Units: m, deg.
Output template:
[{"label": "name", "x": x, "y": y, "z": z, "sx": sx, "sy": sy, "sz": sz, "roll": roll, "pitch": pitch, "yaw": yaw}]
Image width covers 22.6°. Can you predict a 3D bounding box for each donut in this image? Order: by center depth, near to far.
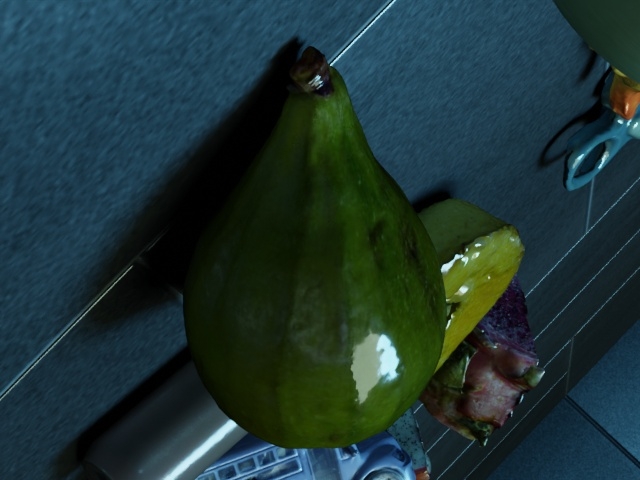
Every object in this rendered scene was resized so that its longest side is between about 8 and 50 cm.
[{"label": "donut", "x": 0.057, "y": 0.044, "z": 1.084, "sx": 0.178, "sy": 0.065, "sz": 0.162, "roll": -43, "pitch": 160, "yaw": -9}]

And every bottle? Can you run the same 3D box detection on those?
[{"label": "bottle", "x": -0.065, "y": 0.093, "z": 0.883, "sx": 0.140, "sy": 0.053, "sz": 0.053, "roll": -40, "pitch": 164, "yaw": -24}]

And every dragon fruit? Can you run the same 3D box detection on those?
[{"label": "dragon fruit", "x": 0.101, "y": 0.071, "z": 1.221, "sx": 0.102, "sy": 0.096, "sz": 0.147, "roll": -52, "pitch": -152, "yaw": 33}, {"label": "dragon fruit", "x": 0.069, "y": 0.194, "z": 1.488, "sx": 0.056, "sy": 0.083, "sz": 0.060, "roll": -19, "pitch": 156, "yaw": -1}]

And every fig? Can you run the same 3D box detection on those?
[{"label": "fig", "x": -0.013, "y": 0.002, "z": 0.741, "sx": 0.127, "sy": 0.185, "sz": 0.133, "roll": -4, "pitch": -157, "yaw": 42}]

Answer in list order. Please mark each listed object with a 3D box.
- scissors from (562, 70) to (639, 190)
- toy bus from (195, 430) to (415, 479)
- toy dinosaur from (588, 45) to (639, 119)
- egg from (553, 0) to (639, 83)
[{"label": "scissors", "x": 0.273, "y": -0.109, "z": 1.323, "sx": 0.289, "sy": 0.041, "sz": 0.138, "roll": -16, "pitch": 139, "yaw": -61}, {"label": "toy bus", "x": -0.031, "y": 0.138, "z": 0.941, "sx": 0.167, "sy": 0.076, "sz": 0.073, "roll": -19, "pitch": -164, "yaw": -19}, {"label": "toy dinosaur", "x": 0.247, "y": -0.140, "z": 1.017, "sx": 0.070, "sy": 0.117, "sz": 0.288, "roll": -40, "pitch": 167, "yaw": -23}, {"label": "egg", "x": 0.179, "y": -0.150, "z": 0.601, "sx": 0.218, "sy": 0.218, "sz": 0.295, "roll": -44, "pitch": 175, "yaw": -11}]
